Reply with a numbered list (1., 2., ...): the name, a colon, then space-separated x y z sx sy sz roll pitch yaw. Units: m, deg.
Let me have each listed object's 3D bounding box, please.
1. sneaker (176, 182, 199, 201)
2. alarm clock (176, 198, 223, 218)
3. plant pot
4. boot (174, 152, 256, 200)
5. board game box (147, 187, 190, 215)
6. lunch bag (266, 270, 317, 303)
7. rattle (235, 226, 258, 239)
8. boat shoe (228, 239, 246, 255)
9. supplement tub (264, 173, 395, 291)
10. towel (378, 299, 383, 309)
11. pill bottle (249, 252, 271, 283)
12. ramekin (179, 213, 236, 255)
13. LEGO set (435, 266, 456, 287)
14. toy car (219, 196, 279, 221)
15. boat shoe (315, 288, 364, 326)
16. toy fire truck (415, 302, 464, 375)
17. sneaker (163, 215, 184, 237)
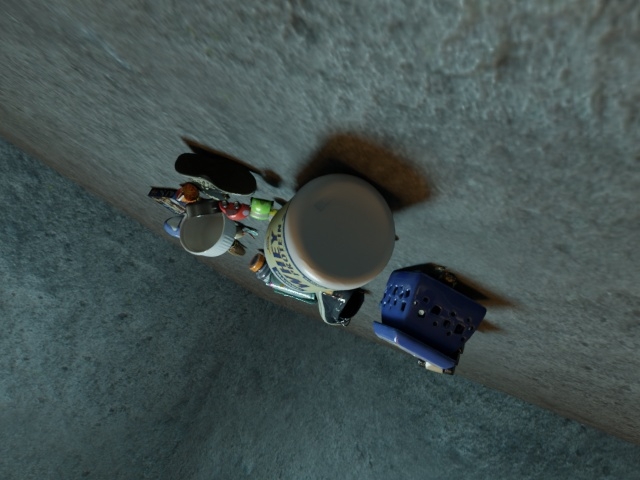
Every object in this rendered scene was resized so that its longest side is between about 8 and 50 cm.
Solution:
1. sneaker: -0.469 -0.170 1.473 0.067 0.064 0.175 10 179 -35
2. alarm clock: -0.426 -0.112 1.427 0.191 0.064 0.129 -12 -175 16
3. plant pot: 0.302 0.235 1.198 0.235 0.212 0.236 29 170 -8
4. boot: -0.268 -0.161 1.139 0.236 0.085 0.178 18 170 11
5. board game box: -0.614 -0.158 1.733 0.243 0.042 0.165 10 157 45
6. lunch bag: -0.096 0.174 1.770 0.223 0.160 0.262 17 171 7
7. rattle: -0.361 -0.067 1.654 0.199 0.143 0.130 -5 -179 34
8. boat shoe: -0.431 0.025 1.985 0.060 0.064 0.178 11 156 48
9. supplement tub: 0.000 0.000 0.932 0.235 0.236 0.325 30 163 -12
10. towel: 0.287 0.286 1.754 0.067 0.029 0.119 22 164 12
11. pill bottle: -0.223 0.156 1.955 0.245 0.131 0.130 35 162 -26
12. ramekin: -0.423 -0.036 1.547 0.207 0.207 0.109 18 171 26
13. LEGO set: 0.344 0.094 1.094 0.054 0.023 0.083 11 145 36
14. toy car: -0.170 -0.078 1.122 0.238 0.053 0.225 9 175 -9
15. boat shoe: 0.098 0.268 1.722 0.155 0.187 0.500 27 160 20
16. toy fire truck: 0.410 0.302 1.410 0.158 0.247 0.217 9 -159 30
17. sneaker: -0.560 -0.068 1.814 0.296 0.112 0.131 10 157 -1
